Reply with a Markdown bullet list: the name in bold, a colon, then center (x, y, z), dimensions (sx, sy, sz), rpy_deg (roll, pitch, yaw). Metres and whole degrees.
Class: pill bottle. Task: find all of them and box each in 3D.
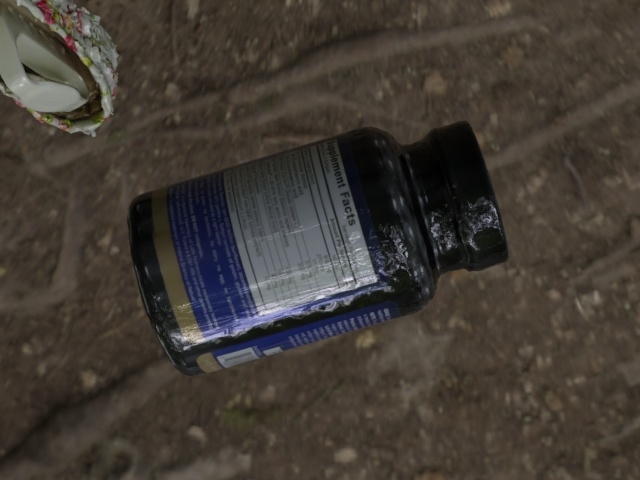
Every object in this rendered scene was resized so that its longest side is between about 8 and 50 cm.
- **pill bottle**: center (0.000, 0.000, 0.794), dimensions (0.219, 0.123, 0.123), rpy_deg (-16, 112, 3)

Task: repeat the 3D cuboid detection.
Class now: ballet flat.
- **ballet flat**: center (-0.194, -0.128, 0.744), dimensions (0.091, 0.077, 0.241), rpy_deg (-29, 153, 20)
